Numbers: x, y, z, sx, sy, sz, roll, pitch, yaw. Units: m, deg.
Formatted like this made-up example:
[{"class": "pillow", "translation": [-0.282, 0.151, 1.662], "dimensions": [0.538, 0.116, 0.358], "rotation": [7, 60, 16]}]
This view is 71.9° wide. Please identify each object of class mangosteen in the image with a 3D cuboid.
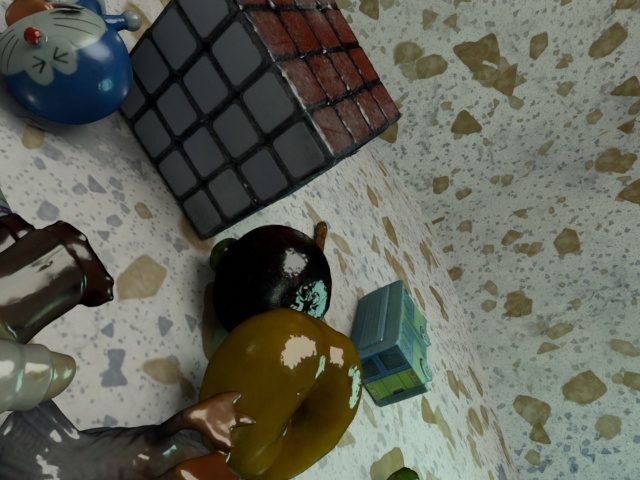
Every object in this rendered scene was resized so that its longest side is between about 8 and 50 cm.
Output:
[{"class": "mangosteen", "translation": [-0.089, 0.078, 0.762], "dimensions": [0.216, 0.216, 0.216], "rotation": [47, 26, -31]}]

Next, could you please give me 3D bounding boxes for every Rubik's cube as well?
[{"class": "Rubik's cube", "translation": [-0.110, -0.254, 0.826], "dimensions": [0.344, 0.337, 0.344], "rotation": [59, 36, -6]}]

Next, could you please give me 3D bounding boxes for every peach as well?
[{"class": "peach", "translation": [-0.054, 0.219, 0.623], "dimensions": [0.251, 0.153, 0.251], "rotation": [-9, 104, -38]}]

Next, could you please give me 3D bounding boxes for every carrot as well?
[{"class": "carrot", "translation": [-0.001, -0.001, 1.244], "dimensions": [0.036, 0.035, 0.165], "rotation": [49, 27, -27]}]

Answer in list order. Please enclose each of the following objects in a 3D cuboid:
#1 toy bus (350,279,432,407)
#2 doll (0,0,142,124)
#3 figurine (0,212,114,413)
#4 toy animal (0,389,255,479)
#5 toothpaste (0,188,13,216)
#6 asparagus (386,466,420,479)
[{"class": "toy bus", "translation": [0.190, 0.264, 1.183], "dimensions": [0.190, 0.152, 0.312], "rotation": [56, 23, -13]}, {"class": "doll", "translation": [-0.361, -0.288, 0.634], "dimensions": [0.161, 0.215, 0.257], "rotation": [96, -29, -57]}, {"class": "figurine", "translation": [-0.288, 0.119, 0.215], "dimensions": [0.218, 0.206, 0.365], "rotation": [21, 24, 17]}, {"class": "toy animal", "translation": [-0.158, 0.237, 0.440], "dimensions": [0.298, 0.185, 0.122], "rotation": [18, 42, -25]}, {"class": "toothpaste", "translation": [-0.385, -0.074, 0.456], "dimensions": [0.299, 0.073, 0.114], "rotation": [61, 3, 8]}, {"class": "asparagus", "translation": [0.127, 0.550, 0.796], "dimensions": [0.082, 0.085, 0.343], "rotation": [57, 24, -2]}]
